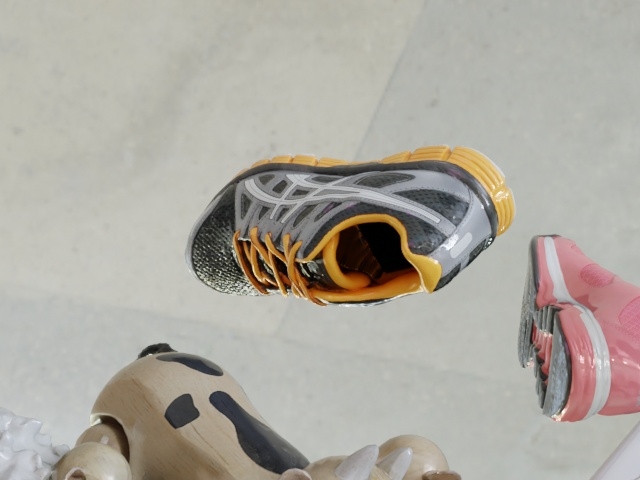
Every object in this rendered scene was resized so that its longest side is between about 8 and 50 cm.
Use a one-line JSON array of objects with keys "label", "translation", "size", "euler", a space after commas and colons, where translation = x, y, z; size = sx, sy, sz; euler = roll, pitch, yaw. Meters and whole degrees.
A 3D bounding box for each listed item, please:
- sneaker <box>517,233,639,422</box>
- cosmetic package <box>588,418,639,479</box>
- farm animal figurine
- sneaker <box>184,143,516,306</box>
[{"label": "sneaker", "translation": [0.254, 0.082, 1.203], "size": [0.136, 0.314, 0.116], "euler": [4, 108, 0]}, {"label": "cosmetic package", "translation": [0.350, 0.408, 1.307], "size": [0.327, 0.394, 0.329], "euler": [35, 138, 20]}, {"label": "farm animal figurine", "translation": [-0.010, 0.161, 0.724], "size": [0.172, 0.327, 0.330], "euler": [-62, 154, 10]}, {"label": "sneaker", "translation": [0.000, 0.000, 0.759], "size": [0.215, 0.083, 0.084], "euler": [-12, 118, 37]}]
